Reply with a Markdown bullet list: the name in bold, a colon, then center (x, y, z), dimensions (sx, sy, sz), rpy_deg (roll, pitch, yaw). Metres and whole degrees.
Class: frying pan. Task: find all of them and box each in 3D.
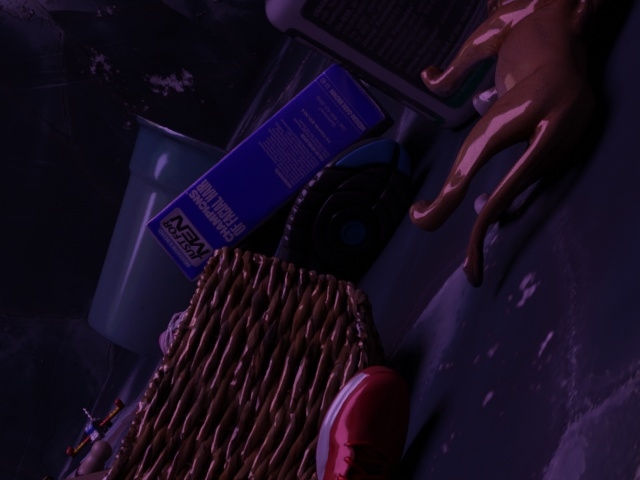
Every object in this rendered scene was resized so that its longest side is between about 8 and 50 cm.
- **frying pan**: center (0.000, -0.050, 1.846), dimensions (0.197, 0.053, 0.326), rpy_deg (-44, -2, 22)

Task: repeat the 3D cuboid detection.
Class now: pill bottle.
- **pill bottle**: center (0.062, -0.307, 1.636), dimensions (0.204, 0.361, 0.204), rpy_deg (-56, 12, 18)

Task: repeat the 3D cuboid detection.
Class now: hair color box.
- **hair color box**: center (-0.063, -0.093, 1.832), dimensions (0.339, 0.110, 0.185), rpy_deg (-41, -3, 7)

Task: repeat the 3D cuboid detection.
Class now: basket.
- **basket**: center (-0.051, 0.195, 1.359), dimensions (0.223, 0.214, 0.299), rpy_deg (78, -149, -58)

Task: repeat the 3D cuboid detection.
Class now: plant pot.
- **plant pot**: center (-0.188, 0.021, 2.103), dimensions (0.341, 0.341, 0.334), rpy_deg (-149, 81, -79)

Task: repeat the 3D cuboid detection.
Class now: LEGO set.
- **LEGO set**: center (-0.339, 0.287, 1.996), dimensions (0.244, 0.060, 0.182), rpy_deg (-42, 6, 39)

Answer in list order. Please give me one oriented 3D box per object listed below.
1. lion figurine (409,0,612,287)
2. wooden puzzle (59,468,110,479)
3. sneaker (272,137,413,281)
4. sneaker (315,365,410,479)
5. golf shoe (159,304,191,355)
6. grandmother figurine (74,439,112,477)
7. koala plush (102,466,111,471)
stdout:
- **lion figurine**: center (0.205, -0.158, 1.286), dimensions (0.240, 0.142, 0.392), rpy_deg (-42, 34, 37)
- **wooden puzzle**: center (-0.248, 0.348, 1.575), dimensions (0.322, 0.348, 0.080), rpy_deg (-122, 26, -78)
- **sneaker**: center (0.000, 0.000, 1.756), dimensions (0.341, 0.125, 0.139), rpy_deg (-54, 7, 17)
- **sneaker**: center (0.040, 0.223, 1.150), dimensions (0.128, 0.087, 0.221), rpy_deg (-160, 87, -71)
- **golf shoe**: center (-0.163, 0.135, 1.870), dimensions (0.306, 0.140, 0.115), rpy_deg (97, -168, -49)
- **grandmother figurine**: center (-0.264, 0.348, 1.847), dimensions (0.342, 0.208, 0.104), rpy_deg (-42, 26, -5)
- **koala plush**: center (-0.353, 0.447, 2.075), dimensions (0.203, 0.196, 0.221), rpy_deg (-52, 7, -19)
